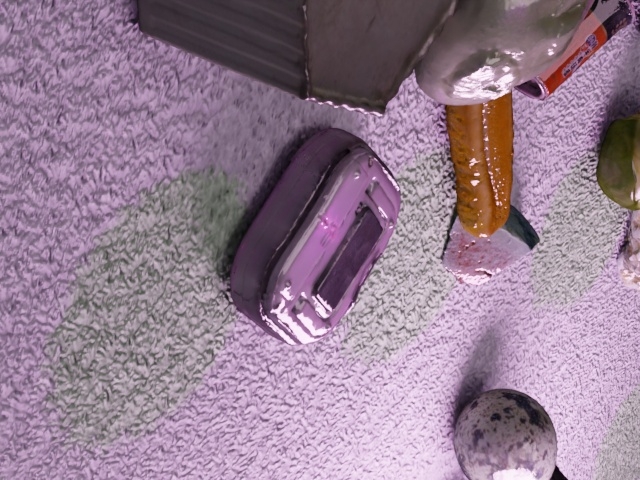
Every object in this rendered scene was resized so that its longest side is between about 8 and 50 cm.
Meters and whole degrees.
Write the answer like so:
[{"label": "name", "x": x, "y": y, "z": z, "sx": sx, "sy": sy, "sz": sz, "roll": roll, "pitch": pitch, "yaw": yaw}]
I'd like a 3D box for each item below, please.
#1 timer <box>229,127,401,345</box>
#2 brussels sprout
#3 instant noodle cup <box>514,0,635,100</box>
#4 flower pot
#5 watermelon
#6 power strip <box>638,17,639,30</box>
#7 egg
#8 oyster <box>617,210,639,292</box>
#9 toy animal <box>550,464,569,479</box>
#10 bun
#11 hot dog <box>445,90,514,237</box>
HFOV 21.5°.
[{"label": "timer", "x": 0.000, "y": 0.000, "z": 1.680, "sx": 0.209, "sy": 0.069, "sz": 0.191, "roll": -60, "pitch": 152, "yaw": -8}, {"label": "brussels sprout", "x": 0.435, "y": -0.107, "z": 2.214, "sx": 0.183, "sy": 0.131, "sz": 0.146, "roll": -3, "pitch": 93, "yaw": -55}, {"label": "instant noodle cup", "x": 0.257, "y": -0.232, "z": 1.861, "sx": 0.136, "sy": 0.127, "sz": 0.127, "roll": -49, "pitch": 147, "yaw": -9}, {"label": "flower pot", "x": -0.017, "y": -0.230, "z": 1.362, "sx": 0.209, "sy": 0.189, "sz": 0.239, "roll": -33, "pitch": 137, "yaw": -40}, {"label": "watermelon", "x": 0.213, "y": 0.002, "z": 2.028, "sx": 0.180, "sy": 0.081, "sz": 0.094, "roll": -13, "pitch": 148, "yaw": -47}, {"label": "power strip", "x": 0.445, "y": -0.317, "z": 2.055, "sx": 0.105, "sy": 0.070, "sz": 0.257, "roll": -59, "pitch": 171, "yaw": -6}, {"label": "egg", "x": 0.241, "y": 0.268, "z": 2.176, "sx": 0.132, "sy": 0.132, "sz": 0.172, "roll": -48, "pitch": 135, "yaw": -25}, {"label": "oyster", "x": 0.496, "y": -0.066, "z": 2.368, "sx": 0.198, "sy": 0.112, "sz": 0.268, "roll": 75, "pitch": 37, "yaw": -76}, {"label": "toy animal", "x": 0.205, "y": 0.412, "z": 2.211, "sx": 0.343, "sy": 0.168, "sz": 0.106, "roll": -24, "pitch": 135, "yaw": -28}, {"label": "bun", "x": 0.178, "y": -0.264, "z": 1.537, "sx": 0.293, "sy": 0.187, "sz": 0.293, "roll": -178, "pitch": -90, "yaw": -89}, {"label": "hot dog", "x": 0.173, "y": -0.120, "z": 1.858, "sx": 0.088, "sy": 0.061, "sz": 0.286, "roll": -39, "pitch": 140, "yaw": -35}]
